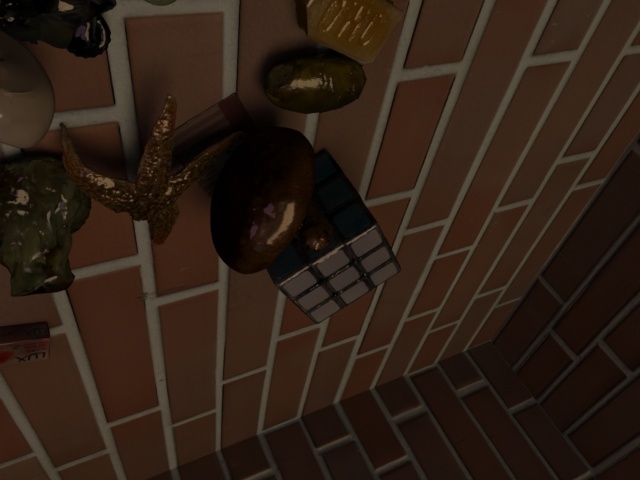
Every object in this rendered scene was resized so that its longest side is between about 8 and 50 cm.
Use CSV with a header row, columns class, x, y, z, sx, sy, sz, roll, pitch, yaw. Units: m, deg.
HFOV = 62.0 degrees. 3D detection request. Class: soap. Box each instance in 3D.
class,x,y,z,sx,sy,sz,roll,pitch,yaw
soap,0.049,-0.475,1.117,0.232,0.073,0.140,8,128,-42

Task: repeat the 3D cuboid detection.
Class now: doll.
class,x,y,z,sx,sy,sz,roll,pitch,yaw
doll,-0.569,-0.228,0.851,0.251,0.221,0.221,31,115,-24

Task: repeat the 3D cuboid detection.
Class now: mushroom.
class,x,y,z,sx,sy,sz,roll,pitch,yaw
mushroom,-0.134,-0.100,1.220,0.345,0.345,0.239,-37,135,8

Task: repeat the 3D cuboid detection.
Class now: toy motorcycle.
class,x,y,z,sx,sy,sz,roll,pitch,yaw
toy motorcycle,-0.431,-0.386,0.822,0.159,0.106,0.271,-43,151,21

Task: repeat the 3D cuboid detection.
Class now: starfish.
class,x,y,z,sx,sy,sz,roll,pitch,yaw
starfish,-0.367,-0.143,1.172,0.384,0.132,0.398,-44,147,12

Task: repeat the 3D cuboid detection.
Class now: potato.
class,x,y,z,sx,sy,sz,roll,pitch,yaw
potato,-0.013,-0.347,1.188,0.252,0.113,0.149,-16,165,-29

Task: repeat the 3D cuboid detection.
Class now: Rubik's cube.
class,x,y,z,sx,sy,sz,roll,pitch,yaw
Rubik's cube,0.000,0.000,1.470,0.301,0.305,0.303,-33,144,1

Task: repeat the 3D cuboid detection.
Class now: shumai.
class,x,y,z,sx,sy,sz,roll,pitch,yaw
shumai,-0.573,-0.025,1.090,0.222,0.203,0.271,-13,138,-27

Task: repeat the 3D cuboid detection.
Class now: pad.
class,x,y,z,sx,sy,sz,roll,pitch,yaw
pad,-0.227,-0.204,1.300,0.202,0.005,0.299,-32,146,0

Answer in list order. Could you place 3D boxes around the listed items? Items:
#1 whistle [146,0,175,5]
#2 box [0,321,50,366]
class,x,y,z,sx,sy,sz,roll,pitch,yaw
whistle,-0.285,-0.473,0.859,0.104,0.057,0.198,-48,153,-9
box,-0.804,0.278,1.414,0.156,0.060,0.111,-3,138,-34
